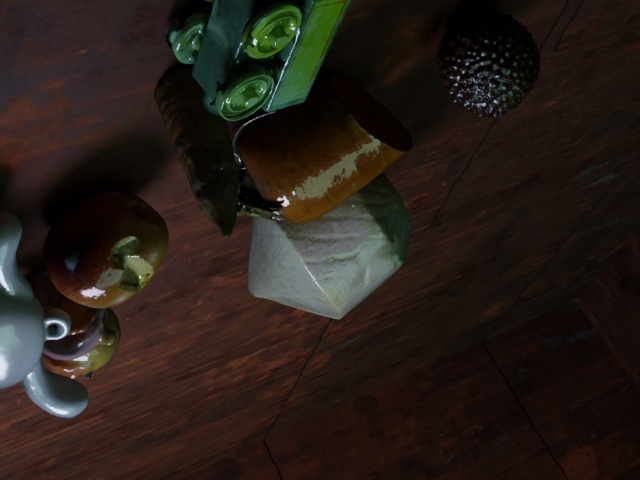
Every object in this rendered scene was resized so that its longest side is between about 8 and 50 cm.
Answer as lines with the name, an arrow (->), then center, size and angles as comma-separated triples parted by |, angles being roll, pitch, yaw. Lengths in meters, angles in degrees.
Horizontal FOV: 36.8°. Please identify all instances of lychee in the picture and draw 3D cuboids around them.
lychee -> 0.281, -0.306, 1.629 | 0.188, 0.188, 0.188 | -26, 156, -12

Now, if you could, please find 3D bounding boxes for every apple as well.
apple -> -0.330, 0.011, 1.499 | 0.199, 0.199, 0.199 | -26, 156, -12

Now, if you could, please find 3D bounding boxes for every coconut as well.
coconut -> 0.000, 0.000, 1.767 | 0.329, 0.329, 0.329 | -26, 156, -12

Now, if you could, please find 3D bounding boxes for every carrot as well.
carrot -> -0.030, -0.134, 1.556 | 0.331, 0.193, 0.214 | -35, 155, 7
carrot -> -0.162, -0.118, 1.350 | 0.102, 0.263, 0.102 | -16, 154, -8

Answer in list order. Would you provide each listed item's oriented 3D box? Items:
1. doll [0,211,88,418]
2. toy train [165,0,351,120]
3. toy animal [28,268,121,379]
doll -> -0.561, 0.150, 1.450 | 0.366, 0.187, 0.376 | -13, 109, -8
toy train -> -0.076, -0.280, 1.262 | 0.188, 0.159, 0.271 | -23, 156, -36
toy animal -> -0.434, 0.148, 1.684 | 0.281, 0.195, 0.169 | 94, 17, -58
